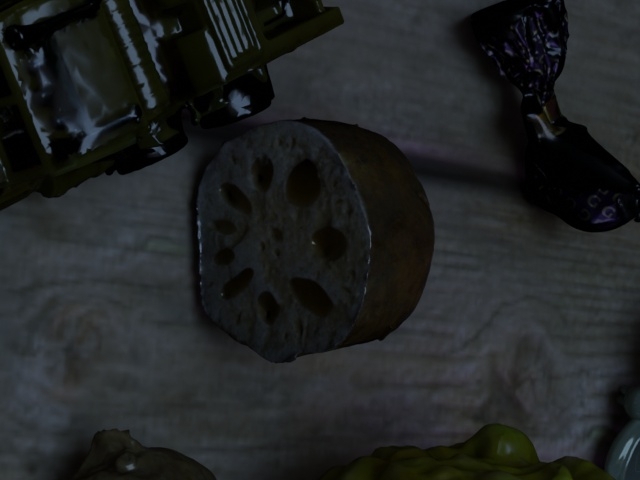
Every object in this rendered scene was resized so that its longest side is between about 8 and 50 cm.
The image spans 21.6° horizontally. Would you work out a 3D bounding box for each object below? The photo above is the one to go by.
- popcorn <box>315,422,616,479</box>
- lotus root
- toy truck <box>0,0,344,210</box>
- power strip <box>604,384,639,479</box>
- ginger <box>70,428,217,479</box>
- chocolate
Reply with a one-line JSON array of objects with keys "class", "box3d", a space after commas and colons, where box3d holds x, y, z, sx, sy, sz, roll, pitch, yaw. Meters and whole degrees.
[{"class": "popcorn", "box3d": [0.078, 0.217, 0.811, 0.212, 0.259, 0.259, 40, 56, -77]}, {"class": "lotus root", "box3d": [0.002, 0.000, 0.844, 0.081, 0.112, 0.122, 2, 86, -43]}, {"class": "toy truck", "box3d": [-0.111, -0.082, 0.758, 0.257, 0.127, 0.127, -29, 107, -30]}, {"class": "power strip", "box3d": [0.193, 0.128, 1.038, 0.055, 0.035, 0.083, 0, 102, -37]}, {"class": "ginger", "box3d": [-0.102, 0.194, 0.780, 0.104, 0.080, 0.204, 37, 65, -36]}, {"class": "chocolate", "box3d": [0.134, -0.071, 0.973, 0.070, 0.072, 0.147, -22, 96, -32]}]
